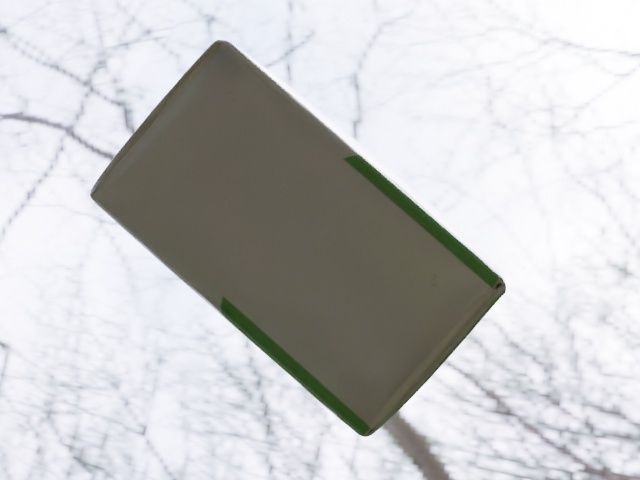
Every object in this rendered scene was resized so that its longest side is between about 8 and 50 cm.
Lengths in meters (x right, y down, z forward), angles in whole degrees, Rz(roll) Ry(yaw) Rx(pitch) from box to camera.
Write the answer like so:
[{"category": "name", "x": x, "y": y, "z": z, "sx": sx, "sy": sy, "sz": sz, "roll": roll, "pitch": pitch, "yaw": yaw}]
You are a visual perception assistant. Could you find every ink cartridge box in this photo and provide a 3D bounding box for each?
[{"category": "ink cartridge box", "x": 0.000, "y": 0.000, "z": 0.896, "sx": 0.160, "sy": 0.219, "sz": 0.092, "roll": 41, "pitch": -87, "yaw": 5}]
